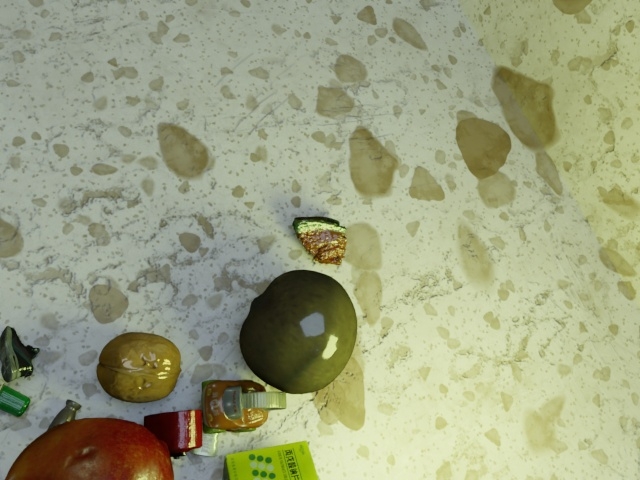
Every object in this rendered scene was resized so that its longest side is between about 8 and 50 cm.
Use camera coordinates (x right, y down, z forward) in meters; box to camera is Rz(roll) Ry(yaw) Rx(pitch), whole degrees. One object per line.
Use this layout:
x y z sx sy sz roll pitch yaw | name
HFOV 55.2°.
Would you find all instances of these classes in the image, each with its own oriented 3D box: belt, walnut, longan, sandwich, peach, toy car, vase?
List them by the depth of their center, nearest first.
-0.560 0.616 1.447 0.406 0.335 0.310 -1 27 -2 | peach
-0.685 0.480 1.639 0.053 0.053 0.100 27 60 -7 | vase
-0.398 0.523 1.644 0.128 0.201 0.124 12 66 -43 | belt
-0.497 0.347 1.687 0.226 0.193 0.193 2 69 -22 | walnut
-0.203 0.451 1.702 0.235 0.235 0.145 1 70 -19 | toy car
-0.061 0.261 1.793 0.361 0.361 0.360 7 68 -17 | longan
-0.009 -0.002 2.036 0.185 0.109 0.159 4 88 -19 | sandwich

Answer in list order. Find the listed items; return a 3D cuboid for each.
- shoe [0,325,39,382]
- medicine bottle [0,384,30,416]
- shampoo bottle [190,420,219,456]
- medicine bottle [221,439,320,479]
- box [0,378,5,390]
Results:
-0.810 0.306 1.656 0.099 0.071 0.169 9 40 -44 | shoe
-0.907 0.367 1.591 0.309 0.076 0.111 30 97 -10 | medicine bottle
-0.321 0.535 1.746 0.077 0.045 0.151 13 68 -12 | shampoo bottle
-0.138 0.662 1.688 0.250 0.141 0.137 -5 39 -18 | medicine bottle
-0.894 0.418 1.547 0.109 0.029 0.198 29 96 -9 | box
